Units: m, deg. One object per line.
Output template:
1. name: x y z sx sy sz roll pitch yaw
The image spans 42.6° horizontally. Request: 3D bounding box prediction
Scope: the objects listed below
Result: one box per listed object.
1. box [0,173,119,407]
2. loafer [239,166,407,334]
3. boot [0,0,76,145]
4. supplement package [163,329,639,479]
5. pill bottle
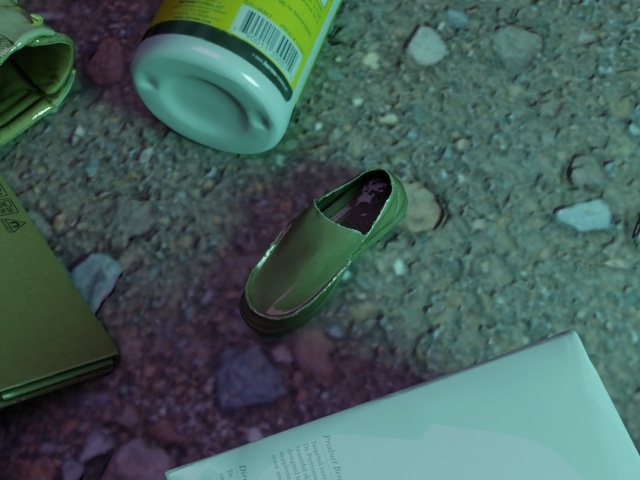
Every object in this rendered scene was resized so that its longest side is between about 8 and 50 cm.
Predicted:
1. box: -0.250 0.027 0.531 0.164 0.021 0.201 -15 55 -43
2. loafer: 0.000 0.000 0.552 0.056 0.050 0.148 36 72 21
3. boot: -0.262 -0.204 0.659 0.203 0.095 0.262 30 72 20
4. supplement package: 0.059 0.183 0.396 0.203 0.149 0.194 -19 63 -4
5. pill bottle: -0.047 -0.180 0.611 0.119 0.119 0.209 15 65 13
